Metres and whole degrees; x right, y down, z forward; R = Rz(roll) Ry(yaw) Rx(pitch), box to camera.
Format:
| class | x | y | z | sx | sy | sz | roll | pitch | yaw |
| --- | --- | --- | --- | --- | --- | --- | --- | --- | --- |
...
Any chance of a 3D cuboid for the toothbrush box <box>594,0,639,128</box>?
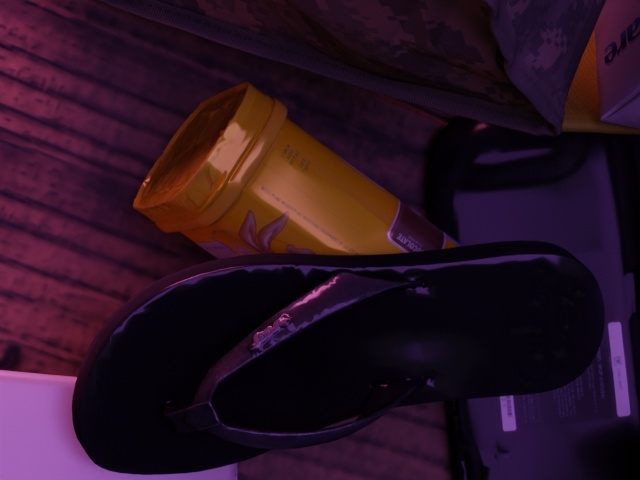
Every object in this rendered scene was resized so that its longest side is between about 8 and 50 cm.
| class | x | y | z | sx | sy | sz | roll | pitch | yaw |
| --- | --- | --- | --- | --- | --- | --- | --- | --- | --- |
| toothbrush box | 0.270 | -0.199 | 0.805 | 0.216 | 0.126 | 0.295 | 9 | 64 | -18 |

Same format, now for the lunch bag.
| class | x | y | z | sx | sy | sz | roll | pitch | yaw |
| --- | --- | --- | --- | --- | --- | --- | --- | --- | --- |
| lunch bag | 0.010 | -0.210 | 0.704 | 0.287 | 0.169 | 0.235 | 17 | 76 | 28 |

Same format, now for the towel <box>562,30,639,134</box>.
| class | x | y | z | sx | sy | sz | roll | pitch | yaw |
| --- | --- | --- | --- | --- | --- | --- | --- | --- | --- |
| towel | 0.210 | -0.092 | 0.837 | 0.237 | 0.102 | 0.021 | 1 | 128 | -21 |

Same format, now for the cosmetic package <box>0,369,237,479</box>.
| class | x | y | z | sx | sy | sz | roll | pitch | yaw |
| --- | --- | --- | --- | --- | --- | --- | --- | --- | --- |
| cosmetic package | -0.162 | 0.119 | 0.706 | 0.231 | 0.085 | 0.117 | 9 | 83 | -20 |

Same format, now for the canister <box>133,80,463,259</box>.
| class | x | y | z | sx | sy | sz | roll | pitch | yaw |
| --- | --- | --- | --- | --- | --- | --- | --- | --- | --- |
| canister | 0.000 | 0.000 | 0.746 | 0.170 | 0.126 | 0.073 | 35 | 77 | -16 |

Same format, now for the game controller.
| class | x | y | z | sx | sy | sz | roll | pitch | yaw |
| --- | --- | --- | --- | --- | --- | --- | --- | --- | --- |
| game controller | 0.152 | 0.075 | 0.835 | 0.166 | 0.067 | 0.319 | -5 | 88 | -5 |

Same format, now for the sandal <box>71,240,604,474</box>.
| class | x | y | z | sx | sy | sz | roll | pitch | yaw |
| --- | --- | --- | --- | --- | --- | --- | --- | --- | --- |
| sandal | 0.009 | 0.050 | 0.666 | 0.254 | 0.054 | 0.097 | -13 | 109 | -6 |
